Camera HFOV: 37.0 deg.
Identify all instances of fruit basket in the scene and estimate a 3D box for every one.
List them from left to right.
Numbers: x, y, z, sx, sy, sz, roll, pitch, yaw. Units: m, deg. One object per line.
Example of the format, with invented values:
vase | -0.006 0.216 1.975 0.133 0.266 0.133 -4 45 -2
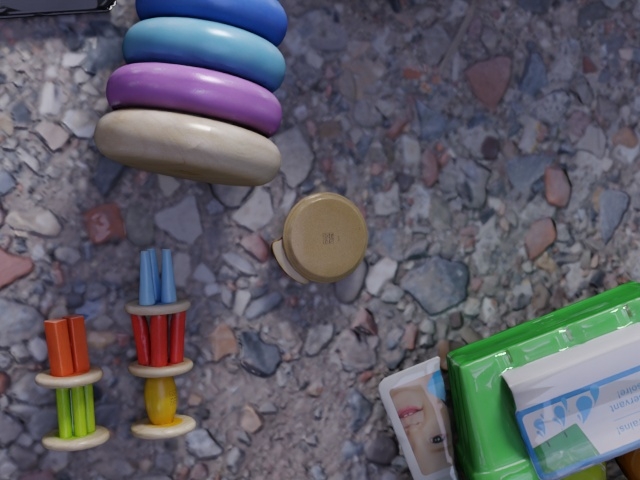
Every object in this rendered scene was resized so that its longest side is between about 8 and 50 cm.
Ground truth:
fruit basket | 0.259 0.223 0.796 0.327 0.165 0.353 -20 83 1

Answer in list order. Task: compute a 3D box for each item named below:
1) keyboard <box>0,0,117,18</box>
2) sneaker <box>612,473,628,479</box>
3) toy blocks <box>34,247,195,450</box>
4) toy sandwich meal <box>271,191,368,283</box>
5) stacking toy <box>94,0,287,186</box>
keyboard | -0.250 -0.222 0.720 0.180 0.023 0.108 -8 103 -18
sneaker | 0.362 0.238 0.906 0.290 0.106 0.123 -45 108 -9
toy blocks | -0.162 0.083 0.754 0.123 0.054 0.148 -4 95 -18
toy sandwich meal | 0.000 0.000 0.815 0.086 0.029 0.085 0 90 -20
stacking toy | -0.074 -0.213 0.724 0.141 0.141 0.330 10 87 -18
